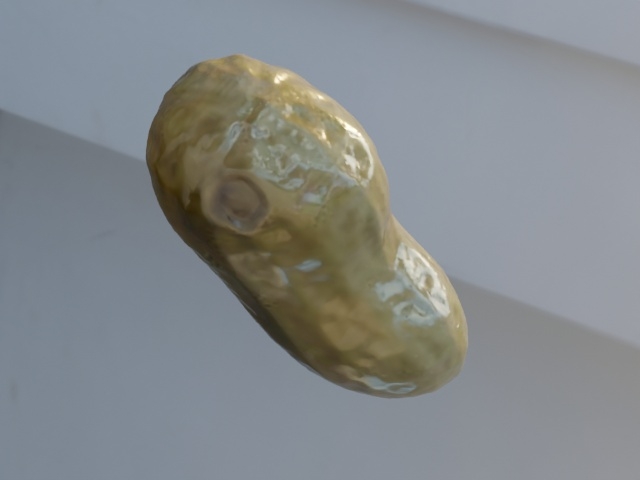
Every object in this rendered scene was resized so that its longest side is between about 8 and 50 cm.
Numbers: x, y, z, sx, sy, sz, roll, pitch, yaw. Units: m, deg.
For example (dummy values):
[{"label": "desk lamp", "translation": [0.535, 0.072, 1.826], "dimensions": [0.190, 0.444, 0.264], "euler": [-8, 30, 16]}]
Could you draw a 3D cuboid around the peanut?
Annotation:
[{"label": "peanut", "translation": [0.000, 0.000, 0.742], "dimensions": [0.120, 0.236, 0.110], "euler": [-35, -161, 16]}]
